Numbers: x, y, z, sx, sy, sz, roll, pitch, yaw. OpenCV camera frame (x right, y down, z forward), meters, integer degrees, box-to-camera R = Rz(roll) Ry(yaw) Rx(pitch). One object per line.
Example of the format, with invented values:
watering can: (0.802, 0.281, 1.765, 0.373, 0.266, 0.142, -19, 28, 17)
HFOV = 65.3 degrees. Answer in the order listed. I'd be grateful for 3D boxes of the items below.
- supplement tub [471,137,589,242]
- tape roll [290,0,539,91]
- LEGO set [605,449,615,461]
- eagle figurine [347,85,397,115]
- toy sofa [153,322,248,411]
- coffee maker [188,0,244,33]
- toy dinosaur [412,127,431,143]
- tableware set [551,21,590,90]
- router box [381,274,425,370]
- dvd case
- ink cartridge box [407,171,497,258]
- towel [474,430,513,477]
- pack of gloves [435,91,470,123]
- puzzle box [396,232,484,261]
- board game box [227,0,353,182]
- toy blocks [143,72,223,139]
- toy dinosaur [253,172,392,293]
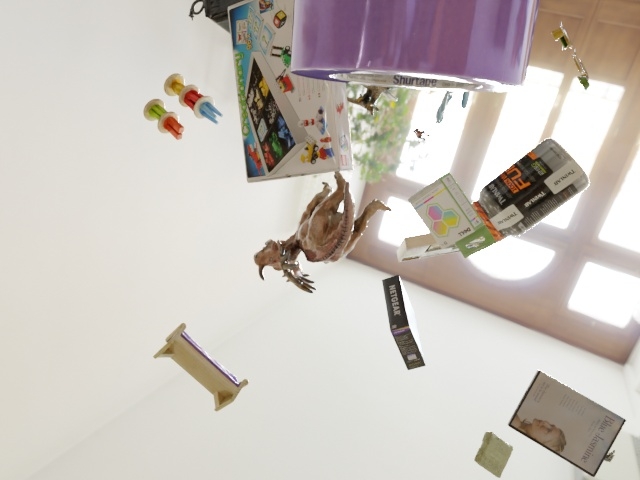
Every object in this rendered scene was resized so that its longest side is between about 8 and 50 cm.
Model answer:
supplement tub: (0.675, -0.156, 1.645, 0.207, 0.338, 0.207, 42, -160, -20)
tape roll: (0.072, -0.168, 0.402, 0.189, 0.080, 0.189, 5, -166, -1)
LEGO set: (0.872, 0.660, 1.518, 0.083, 0.054, 0.023, 11, -151, -32)
eagle figurine: (0.203, -0.637, 1.892, 0.226, 0.298, 0.225, 14, -148, 3)
toy sofa: (-0.466, 0.494, 2.011, 0.362, 0.150, 0.177, 44, -141, -7)
coffee maker: (-0.197, -0.556, 1.244, 0.171, 0.120, 0.178, 15, 178, 26)
toy dinosaur: (0.343, -0.373, 1.726, 0.082, 0.047, 0.090, 42, -174, 38)
tableware set: (0.567, -0.414, 1.132, 0.154, 0.024, 0.104, 50, -141, -19)
router box: (0.339, 0.331, 2.046, 0.081, 0.242, 0.308, -18, -147, 12)
dvd case: (0.671, 0.498, 1.369, 0.253, 0.180, 0.022, 30, 178, 10)
ink cartridge box: (0.322, -0.050, 1.226, 0.062, 0.109, 0.209, -31, -94, -43)
towel: (0.531, 0.656, 1.531, 0.148, 0.110, 0.027, 38, 163, -29)
pack of gloves: (0.281, -0.318, 0.926, 0.046, 0.232, 0.195, 27, -161, 10)
puzzle box: (0.536, 0.008, 2.088, 0.409, 0.052, 0.272, -10, 165, 0)
board game box: (-0.053, -0.258, 0.838, 0.193, 0.305, 0.053, -2, -174, 32)
toy blocks: (-0.282, -0.263, 1.040, 0.148, 0.123, 0.054, 39, -179, 21)
toy dinosaur: (0.000, 0.000, 0.868, 0.127, 0.200, 0.296, 41, 162, -9)
